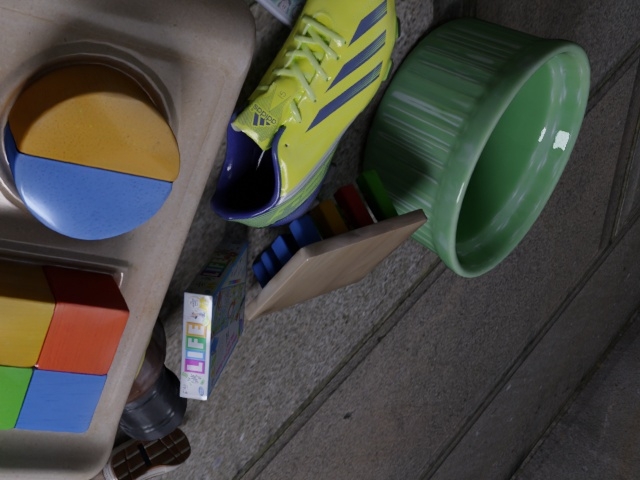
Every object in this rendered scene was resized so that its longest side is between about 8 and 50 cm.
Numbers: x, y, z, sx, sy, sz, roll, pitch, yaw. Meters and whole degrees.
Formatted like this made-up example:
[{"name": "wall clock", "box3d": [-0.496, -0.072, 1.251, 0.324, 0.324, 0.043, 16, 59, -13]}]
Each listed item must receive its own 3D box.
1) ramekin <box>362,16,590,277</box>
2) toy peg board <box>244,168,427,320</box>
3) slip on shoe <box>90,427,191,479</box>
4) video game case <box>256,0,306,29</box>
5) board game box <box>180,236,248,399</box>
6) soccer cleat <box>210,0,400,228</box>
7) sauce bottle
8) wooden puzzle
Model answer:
[{"name": "ramekin", "box3d": [0.186, -0.121, 1.171, 0.303, 0.148, 0.303, -40, 146, -34]}, {"name": "toy peg board", "box3d": [0.000, 0.000, 1.030, 0.161, 0.079, 0.161, -18, 163, -34]}, {"name": "slip on shoe", "box3d": [-0.189, 0.231, 1.012, 0.041, 0.051, 0.135, -27, 176, 27]}, {"name": "video game case", "box3d": [-0.005, -0.262, 0.857, 0.143, 0.019, 0.157, -61, 153, 3]}, {"name": "board game box", "box3d": [-0.099, 0.070, 0.918, 0.154, 0.026, 0.103, -67, 162, -70]}, {"name": "soccer cleat", "box3d": [-0.018, -0.131, 0.862, 0.121, 0.093, 0.289, -11, 133, -46]}, {"name": "sauce bottle", "box3d": [-0.188, 0.067, 0.774, 0.111, 0.111, 0.344, -50, 149, -19]}, {"name": "wooden puzzle", "box3d": [-0.220, -0.010, 0.537, 0.322, 0.080, 0.347, 11, 108, -31]}]
